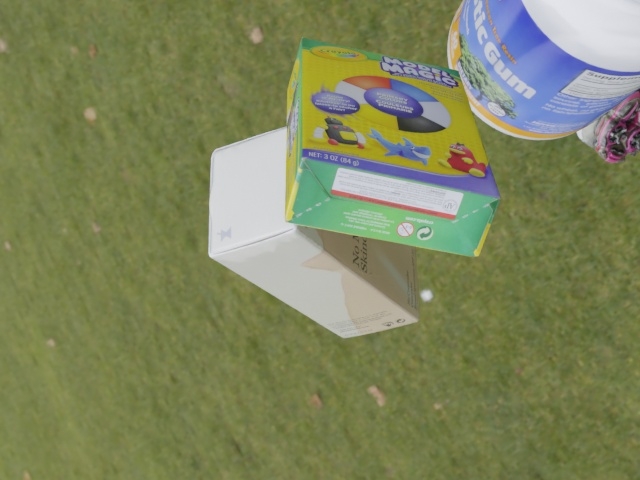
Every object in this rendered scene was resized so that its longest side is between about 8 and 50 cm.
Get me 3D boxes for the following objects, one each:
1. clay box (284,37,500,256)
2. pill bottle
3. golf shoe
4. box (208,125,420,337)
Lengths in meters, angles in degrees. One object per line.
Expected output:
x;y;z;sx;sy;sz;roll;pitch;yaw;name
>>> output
0.042;-0.079;0.691;0.222;0.127;0.053;-92;15;-56;clay box
0.196;-0.179;0.710;0.152;0.152;0.272;61;168;6;pill bottle
0.292;-0.168;0.903;0.186;0.067;0.086;-58;39;21;golf shoe
0.000;0.000;1.216;0.121;0.311;0.148;-15;61;27;box
